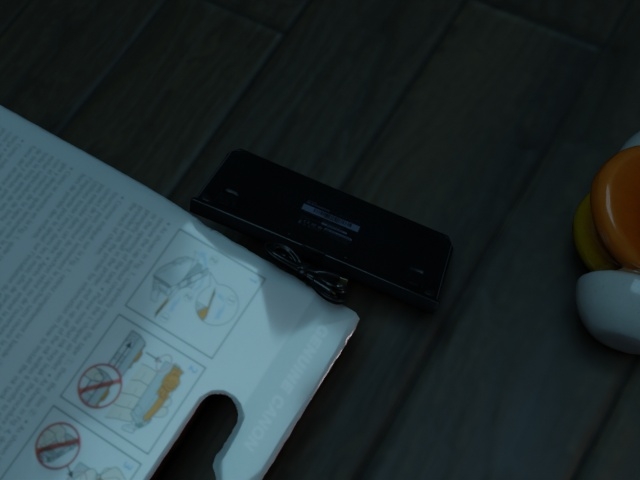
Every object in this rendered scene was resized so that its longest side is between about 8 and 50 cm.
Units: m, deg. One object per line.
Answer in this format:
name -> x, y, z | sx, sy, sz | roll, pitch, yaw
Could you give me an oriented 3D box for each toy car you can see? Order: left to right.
toy car -> 0.252, -0.005, 0.508 | 0.182, 0.136, 0.159 | 16, 69, 16

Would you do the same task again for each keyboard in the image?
keyboard -> 0.000, 0.000, 0.570 | 0.180, 0.023, 0.108 | 22, 38, 3

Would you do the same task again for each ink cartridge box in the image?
ink cartridge box -> -0.211, 0.092, 0.580 | 0.385, 0.091, 0.308 | 29, 73, 14
